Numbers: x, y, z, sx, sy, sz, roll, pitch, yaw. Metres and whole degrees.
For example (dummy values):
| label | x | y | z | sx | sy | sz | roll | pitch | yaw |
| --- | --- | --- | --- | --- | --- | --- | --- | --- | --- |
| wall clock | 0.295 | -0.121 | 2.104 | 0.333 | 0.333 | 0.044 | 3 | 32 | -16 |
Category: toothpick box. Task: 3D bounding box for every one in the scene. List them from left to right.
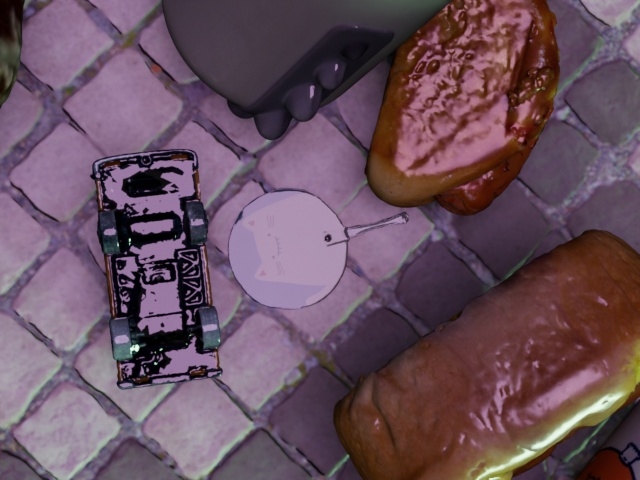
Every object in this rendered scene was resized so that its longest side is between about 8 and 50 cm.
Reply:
| label | x | y | z | sx | sy | sz | roll | pitch | yaw |
| --- | --- | --- | --- | --- | --- | --- | --- | --- | --- |
| toothpick box | -0.007 | -0.222 | 1.264 | 0.229 | 0.316 | 0.229 | 13 | 61 | -26 |

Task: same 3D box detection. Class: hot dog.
| label | x | y | z | sx | sy | sz | roll | pitch | yaw |
| --- | --- | --- | --- | --- | --- | --- | --- | --- | --- |
| hot dog | 0.139 | -0.144 | 1.363 | 0.153 | 0.150 | 0.257 | 15 | 87 | 0 |

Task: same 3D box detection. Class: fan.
| label | x | y | z | sx | sy | sz | roll | pitch | yaw |
| --- | --- | --- | --- | --- | --- | --- | --- | --- | --- |
| fan | 0.000 | 0.000 | 1.407 | 0.175 | 0.005 | 0.113 | -15 | 92 | -9 |

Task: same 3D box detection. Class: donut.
| label | x | y | z | sx | sy | sz | roll | pitch | yaw |
| --- | --- | --- | --- | --- | --- | --- | --- | --- | --- |
| donut | 0.167 | 0.121 | 1.299 | 0.317 | 0.299 | 0.150 | -27 | 80 | -32 |

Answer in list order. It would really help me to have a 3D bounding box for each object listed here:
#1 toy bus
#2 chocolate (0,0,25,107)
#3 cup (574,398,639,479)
| label | x | y | z | sx | sy | sz | roll | pitch | yaw |
| --- | --- | --- | --- | --- | --- | --- | --- | --- | --- |
| toy bus | -0.144 | 0.020 | 1.329 | 0.098 | 0.114 | 0.201 | -7 | 96 | -9 |
| chocolate | -0.346 | -0.211 | 1.220 | 0.225 | 0.210 | 0.340 | 2 | 85 | -32 |
| cup | 0.280 | 0.321 | 1.349 | 0.212 | 0.212 | 0.317 | 41 | 85 | -7 |
